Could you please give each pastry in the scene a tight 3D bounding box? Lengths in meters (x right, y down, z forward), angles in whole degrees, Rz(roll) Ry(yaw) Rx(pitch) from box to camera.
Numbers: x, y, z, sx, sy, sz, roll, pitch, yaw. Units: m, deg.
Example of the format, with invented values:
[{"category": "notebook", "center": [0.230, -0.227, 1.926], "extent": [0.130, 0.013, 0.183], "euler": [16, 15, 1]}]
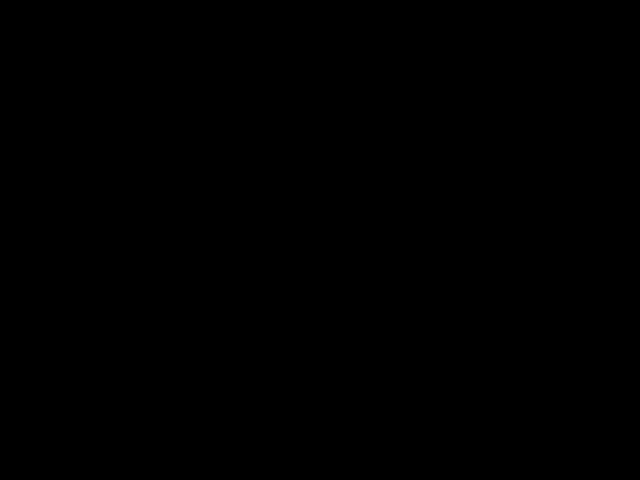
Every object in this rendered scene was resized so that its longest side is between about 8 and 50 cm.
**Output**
[{"category": "pastry", "center": [0.000, 0.000, 0.183], "extent": [0.312, 0.388, 0.388], "euler": [58, -28, -12]}]
